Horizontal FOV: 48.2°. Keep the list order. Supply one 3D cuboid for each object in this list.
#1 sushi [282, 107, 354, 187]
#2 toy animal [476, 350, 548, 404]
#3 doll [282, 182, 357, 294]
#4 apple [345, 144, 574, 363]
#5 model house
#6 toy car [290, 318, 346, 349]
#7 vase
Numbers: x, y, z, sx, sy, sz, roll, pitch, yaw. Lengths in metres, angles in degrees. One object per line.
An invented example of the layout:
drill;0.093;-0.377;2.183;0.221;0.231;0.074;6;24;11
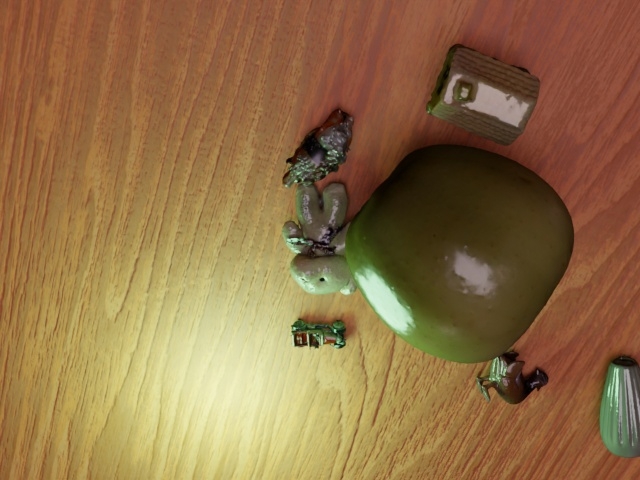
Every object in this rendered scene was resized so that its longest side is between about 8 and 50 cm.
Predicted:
sushi;0.001;-0.192;1.627;0.097;0.103;0.226;34;116;-27
toy animal;0.488;0.335;1.818;0.179;0.089;0.188;-17;112;-1
doll;-0.005;0.000;1.698;0.175;0.149;0.278;7;104;39
apple;0.282;0.021;1.511;0.474;0.473;0.473;2;114;5
model house;0.331;-0.288;1.473;0.193;0.234;0.174;23;114;-2
toy car;-0.005;0.246;1.843;0.143;0.054;0.073;2;115;6
vase;0.768;0.416;1.801;0.128;0.128;0.248;-6;104;9
